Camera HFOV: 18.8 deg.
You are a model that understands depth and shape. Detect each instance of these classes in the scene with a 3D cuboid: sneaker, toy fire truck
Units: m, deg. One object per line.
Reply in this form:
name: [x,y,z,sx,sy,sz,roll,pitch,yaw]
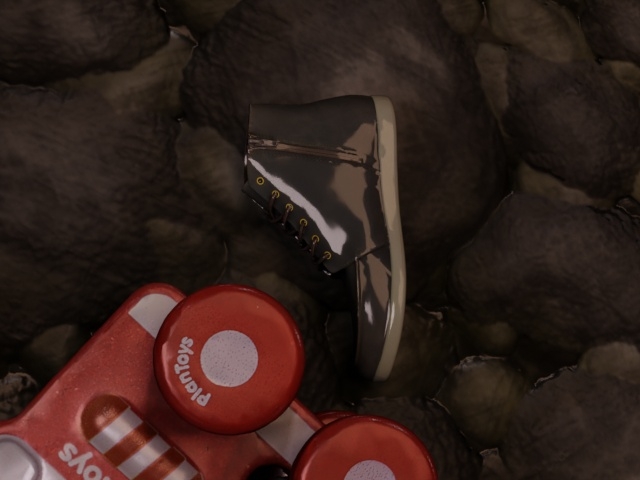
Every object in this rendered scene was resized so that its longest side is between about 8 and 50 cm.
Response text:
sneaker: [0.000,0.000,1.477,0.118,0.083,0.222,-2,77,-7]
toy fire truck: [-0.075,0.183,1.327,0.302,0.169,0.254,44,82,-4]
